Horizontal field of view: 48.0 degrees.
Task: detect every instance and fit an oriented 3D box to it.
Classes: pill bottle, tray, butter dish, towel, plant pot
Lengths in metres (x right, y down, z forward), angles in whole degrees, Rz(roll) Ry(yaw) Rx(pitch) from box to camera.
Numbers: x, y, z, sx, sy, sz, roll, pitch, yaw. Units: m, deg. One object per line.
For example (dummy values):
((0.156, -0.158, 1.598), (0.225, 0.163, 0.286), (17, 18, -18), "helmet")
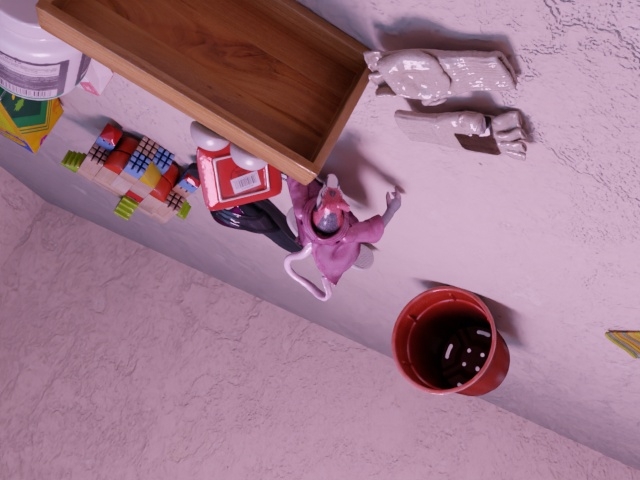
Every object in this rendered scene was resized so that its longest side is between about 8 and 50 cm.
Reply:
((-0.475, -0.377, 1.206), (0.204, 0.204, 0.361), (33, 164, -17), "pill bottle")
((-0.142, -0.268, 0.980), (0.411, 0.202, 0.076), (31, 165, -11), "tray")
((-0.168, -0.158, 1.411), (0.118, 0.160, 0.160), (-121, 21, -47), "butter dish")
((0.698, 0.216, 1.469), (0.102, 0.021, 0.237), (31, 165, -14), "towel")
((0.363, 0.287, 1.877), (0.272, 0.272, 0.265), (17, 169, 35), "plant pot")

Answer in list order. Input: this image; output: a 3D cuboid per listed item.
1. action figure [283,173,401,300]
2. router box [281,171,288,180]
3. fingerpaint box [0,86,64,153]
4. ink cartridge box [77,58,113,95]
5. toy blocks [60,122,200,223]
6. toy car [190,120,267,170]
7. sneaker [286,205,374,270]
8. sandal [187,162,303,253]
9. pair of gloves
((-0.007, -0.042, 1.414), (0.248, 0.275, 0.370), (34, 179, 1), "action figure")
((-0.134, -0.197, 1.507), (0.179, 0.046, 0.133), (26, 165, 5), "router box")
((-0.912, -0.447, 1.814), (0.445, 0.163, 0.371), (29, 164, -1), "fingerpaint box")
((-0.561, -0.397, 1.549), (0.198, 0.067, 0.115), (24, 165, 14), "ink cartridge box")
((-0.498, -0.189, 1.990), (0.381, 0.190, 0.261), (32, 153, -19), "toy blocks")
((-0.132, -0.225, 1.278), (0.182, 0.159, 0.136), (26, -159, 5), "toy car")
((0.000, 0.001, 1.839), (0.256, 0.094, 0.151), (34, 167, -19), "sneaker")
((-0.190, -0.057, 1.950), (0.168, 0.107, 0.446), (9, 156, 50), "sandal")
((0.173, -0.183, 0.982), (0.204, 0.042, 0.240), (12, 162, 29), "pair of gloves")
